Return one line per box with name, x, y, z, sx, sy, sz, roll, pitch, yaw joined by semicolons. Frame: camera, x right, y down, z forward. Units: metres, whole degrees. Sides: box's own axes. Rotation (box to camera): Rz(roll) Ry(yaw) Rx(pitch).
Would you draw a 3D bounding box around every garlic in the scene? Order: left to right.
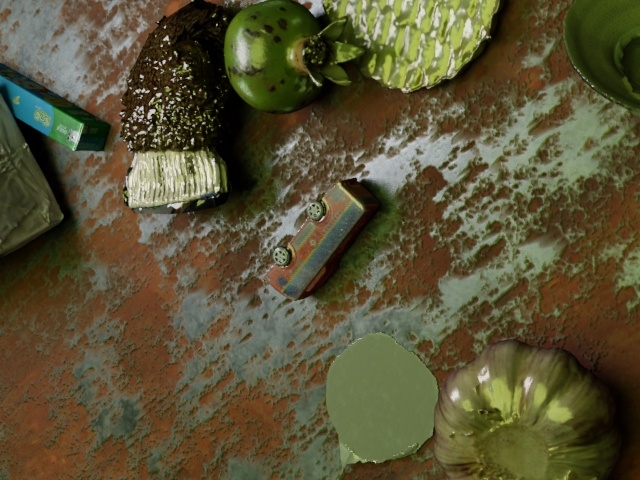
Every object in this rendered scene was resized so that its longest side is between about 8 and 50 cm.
garlic;0.254;0.231;1.720;0.244;0.160;0.245;6;109;17

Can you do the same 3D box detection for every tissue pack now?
tissue pack;-0.619;-0.063;2.239;0.356;0.194;0.266;-24;95;36

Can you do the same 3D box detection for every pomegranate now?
pomegranate;-0.032;-0.248;1.883;0.220;0.156;0.156;2;94;32

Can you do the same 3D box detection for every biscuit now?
biscuit;0.124;-0.287;1.838;0.273;0.036;0.187;0;93;34

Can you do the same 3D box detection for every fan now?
fan;0.053;0.278;1.937;0.182;0.010;0.310;36;109;28

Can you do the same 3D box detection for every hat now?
hat;0.395;-0.193;1.605;0.252;0.252;0.110;37;150;27

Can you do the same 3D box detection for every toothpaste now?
toothpaste;-0.450;-0.213;2.219;0.266;0.065;0.050;30;106;30

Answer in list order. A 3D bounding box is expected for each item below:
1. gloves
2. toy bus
gloves;-0.199;-0.193;2.000;0.210;0.135;0.313;-5;85;54
toy bus;0.000;0.000;1.926;0.077;0.065;0.192;44;116;16
